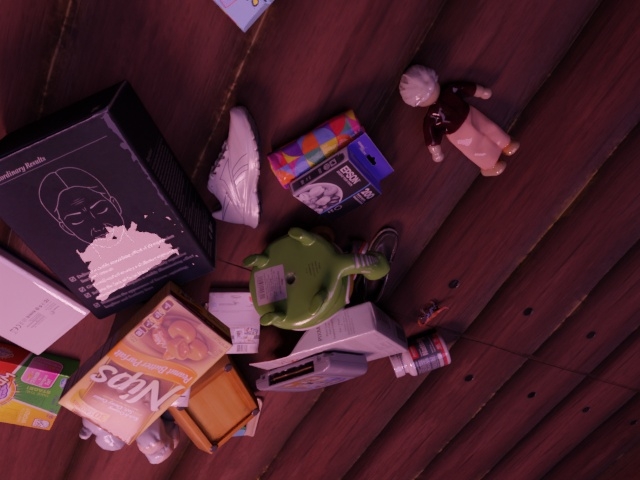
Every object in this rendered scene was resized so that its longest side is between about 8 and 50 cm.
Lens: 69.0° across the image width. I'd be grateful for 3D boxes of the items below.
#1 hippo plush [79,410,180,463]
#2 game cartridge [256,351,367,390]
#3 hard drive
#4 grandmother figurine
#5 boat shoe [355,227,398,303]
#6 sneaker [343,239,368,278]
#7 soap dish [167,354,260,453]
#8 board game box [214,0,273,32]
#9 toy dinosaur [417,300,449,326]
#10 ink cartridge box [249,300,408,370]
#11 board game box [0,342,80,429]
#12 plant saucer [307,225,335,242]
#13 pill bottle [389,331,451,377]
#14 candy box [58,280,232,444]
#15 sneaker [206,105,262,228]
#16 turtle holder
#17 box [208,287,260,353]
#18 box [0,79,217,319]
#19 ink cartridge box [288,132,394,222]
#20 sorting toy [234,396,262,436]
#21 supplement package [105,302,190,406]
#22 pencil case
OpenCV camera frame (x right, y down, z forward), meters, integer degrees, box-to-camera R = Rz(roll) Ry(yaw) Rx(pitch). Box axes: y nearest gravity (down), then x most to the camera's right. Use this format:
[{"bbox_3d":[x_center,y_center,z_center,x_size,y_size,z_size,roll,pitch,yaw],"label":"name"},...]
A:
[{"bbox_3d":[-0.559,0.525,1.334,0.237,0.234,0.294,-15,124,-4],"label":"hippo plush"},{"bbox_3d":[-0.019,0.391,1.361,0.297,0.062,0.198,-28,143,35],"label":"game cartridge"},{"bbox_3d":[-0.776,0.142,1.158,0.210,0.040,0.318,-37,122,12],"label":"hard drive"},{"bbox_3d":[0.317,-0.283,1.101,0.342,0.104,0.207,33,83,-25],"label":"grandmother figurine"},{"bbox_3d":[0.167,0.076,1.303,0.084,0.079,0.233,10,118,-16],"label":"boat shoe"},{"bbox_3d":[0.082,0.061,1.297,0.065,0.061,0.158,22,117,6],"label":"sneaker"},{"bbox_3d":[-0.319,0.469,1.376,0.229,0.118,0.290,-36,125,-22],"label":"soap dish"},{"bbox_3d":[-0.188,-0.526,0.801,0.144,0.142,0.275,-41,121,14],"label":"board game box"},{"bbox_3d":[0.338,0.231,1.442,0.047,0.090,0.082,46,60,-41],"label":"toy dinosaur"},{"bbox_3d":[0.030,0.305,1.364,0.385,0.091,0.308,-19,152,19],"label":"ink cartridge box"},{"bbox_3d":[-0.872,0.396,1.285,0.317,0.064,0.242,23,115,-24],"label":"board game box"},{"bbox_3d":[0.000,0.000,1.254,0.083,0.015,0.083,-6,123,-9],"label":"plant saucer"},{"bbox_3d":[0.318,0.376,1.507,0.180,0.108,0.108,-20,124,0],"label":"pill bottle"},{"bbox_3d":[-0.365,0.262,0.996,0.316,0.087,0.183,-44,113,1],"label":"candy box"},{"bbox_3d":[-0.196,-0.157,1.060,0.129,0.111,0.297,1,121,-6],"label":"sneaker"},{"bbox_3d":[-0.014,0.086,1.177,0.320,0.243,0.227,-46,152,11],"label":"turtle holder"},{"bbox_3d":[-0.241,0.225,1.302,0.145,0.038,0.186,1,106,-13],"label":"box"},{"bbox_3d":[-0.444,-0.077,0.990,0.294,0.212,0.395,-23,125,3],"label":"box"},{"bbox_3d":[0.062,-0.137,1.096,0.208,0.045,0.206,-32,152,16],"label":"ink cartridge box"},{"bbox_3d":[-0.311,0.598,1.552,0.208,0.038,0.193,7,120,-16],"label":"sorting toy"},{"bbox_3d":[-0.424,0.278,1.175,0.204,0.262,0.145,7,106,-17],"label":"supplement package"},{"bbox_3d":[-0.003,-0.209,1.072,0.236,0.104,0.104,-26,124,5],"label":"pencil case"}]
